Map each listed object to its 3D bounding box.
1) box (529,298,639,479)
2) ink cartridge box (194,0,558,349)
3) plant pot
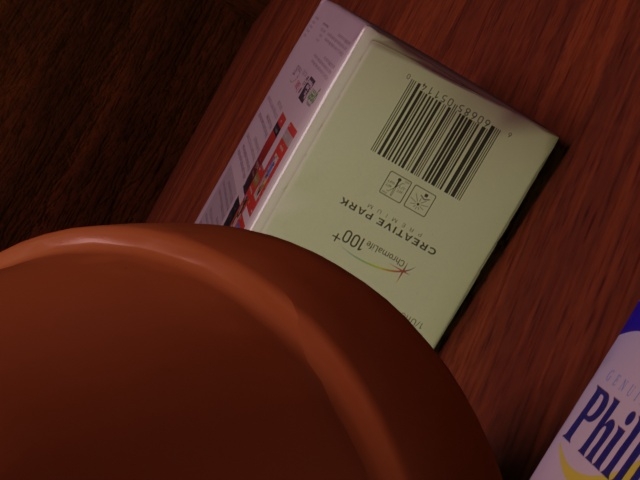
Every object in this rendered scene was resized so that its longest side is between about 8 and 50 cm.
[{"bbox_3d":[0.101,0.095,0.490,0.137,0.072,0.126,-58,10,2],"label":"box"},{"bbox_3d":[0.000,0.000,1.126,0.272,0.130,0.309,-60,9,8],"label":"ink cartridge box"},{"bbox_3d":[-0.103,0.131,0.590,0.291,0.291,0.203,-57,-28,15],"label":"plant pot"}]
